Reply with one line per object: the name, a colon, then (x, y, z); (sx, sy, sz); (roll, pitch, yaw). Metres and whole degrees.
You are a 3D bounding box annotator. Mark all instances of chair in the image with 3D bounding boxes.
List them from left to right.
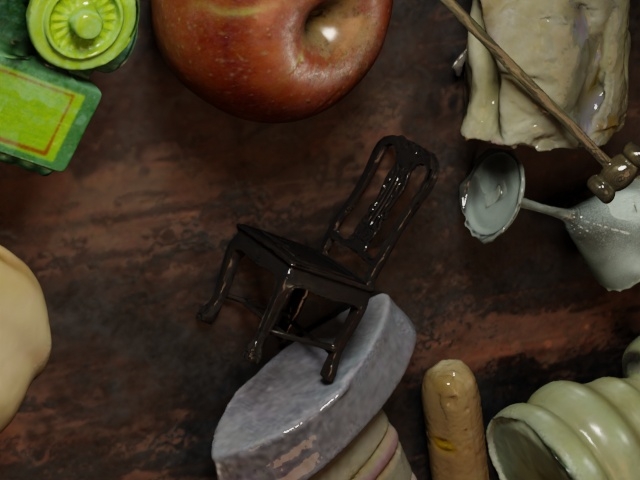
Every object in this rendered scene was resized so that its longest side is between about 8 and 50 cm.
chair: (0.000, 0.000, 1.719); (0.113, 0.106, 0.229); (20, 99, -37)

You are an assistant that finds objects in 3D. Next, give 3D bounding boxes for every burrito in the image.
burrito: (0.213, -0.246, 1.722); (0.190, 0.135, 0.332); (-10, 113, -19)

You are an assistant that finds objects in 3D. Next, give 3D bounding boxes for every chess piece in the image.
chess piece: (0.350, 0.174, 1.974); (0.330, 0.182, 0.182); (-32, 124, -21)

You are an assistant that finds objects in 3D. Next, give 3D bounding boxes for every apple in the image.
apple: (-0.045, -0.198, 1.576); (0.201, 0.162, 0.201); (-22, 126, -33)

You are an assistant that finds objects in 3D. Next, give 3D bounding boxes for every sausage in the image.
sausage: (0.142, 0.254, 1.939); (0.065, 0.066, 0.301); (-18, 119, -23)

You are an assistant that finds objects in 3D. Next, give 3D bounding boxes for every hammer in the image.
hammer: (0.175, -0.147, 1.665); (0.058, 0.029, 0.292); (-44, 106, 8)

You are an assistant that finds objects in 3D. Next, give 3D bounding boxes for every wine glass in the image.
wine glass: (0.231, -0.023, 1.843); (0.183, 0.122, 0.122); (13, 104, -31)

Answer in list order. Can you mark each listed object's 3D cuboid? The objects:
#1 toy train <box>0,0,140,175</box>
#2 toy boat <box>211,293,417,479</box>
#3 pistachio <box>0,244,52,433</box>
toy train: (-0.270, -0.170, 1.453); (0.271, 0.159, 0.188); (20, 106, -36)
toy boat: (0.007, 0.221, 1.802); (0.276, 0.111, 0.294); (-28, 120, -37)
pistachio: (-0.366, 0.069, 1.467); (0.321, 0.229, 0.238); (6, 134, -21)
